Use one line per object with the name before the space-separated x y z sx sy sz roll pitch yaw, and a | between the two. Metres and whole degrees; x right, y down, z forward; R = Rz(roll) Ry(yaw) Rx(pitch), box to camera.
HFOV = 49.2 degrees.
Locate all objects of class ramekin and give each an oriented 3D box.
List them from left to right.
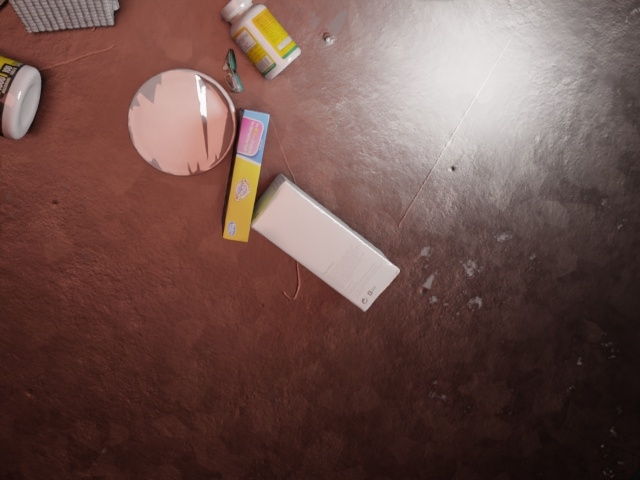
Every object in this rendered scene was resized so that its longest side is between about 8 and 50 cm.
ramekin | -0.347 -0.301 1.799 0.272 0.127 0.273 0 100 -3

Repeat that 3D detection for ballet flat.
ballet flat | -0.236 -0.444 1.838 0.041 0.041 0.114 -14 102 -4

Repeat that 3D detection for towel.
towel | -0.608 -0.606 1.642 0.234 0.283 0.121 -8 83 -9

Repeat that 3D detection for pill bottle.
pill bottle | -0.872 -0.381 1.691 0.333 0.188 0.188 17 99 -11
pill bottle | -0.157 -0.526 1.790 0.117 0.117 0.208 -41 103 2

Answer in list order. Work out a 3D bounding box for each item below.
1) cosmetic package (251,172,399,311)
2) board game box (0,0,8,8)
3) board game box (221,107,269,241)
cosmetic package | 0.000 0.000 1.870 0.385 0.217 0.156 39 94 -15
board game box | -0.863 -0.600 1.731 0.186 0.026 0.126 -42 104 2
board game box | -0.197 -0.175 1.793 0.064 0.242 0.317 9 101 -10
